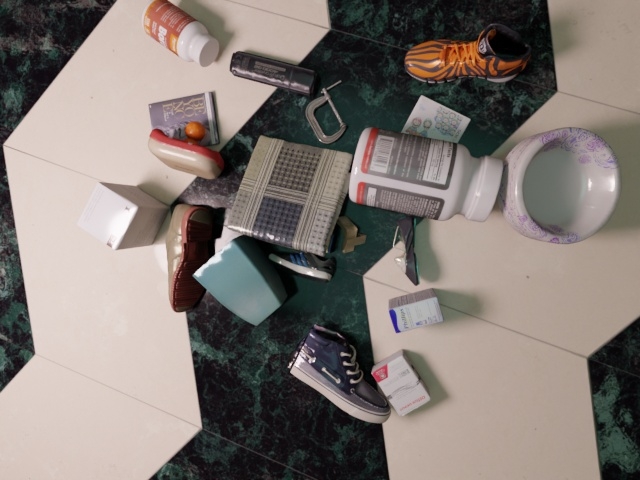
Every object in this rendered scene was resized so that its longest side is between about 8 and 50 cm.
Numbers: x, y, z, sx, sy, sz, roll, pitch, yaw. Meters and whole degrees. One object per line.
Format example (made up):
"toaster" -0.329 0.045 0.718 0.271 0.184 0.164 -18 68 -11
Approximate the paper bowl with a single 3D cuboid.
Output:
"paper bowl" 0.593 -0.137 1.068 0.284 0.148 0.284 -1 95 -8

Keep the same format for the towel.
"towel" -0.084 -0.140 1.217 0.312 0.056 0.324 15 76 13

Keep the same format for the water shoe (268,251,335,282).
"water shoe" -0.056 0.066 1.265 0.203 0.073 0.080 19 70 9

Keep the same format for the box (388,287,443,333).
"box" 0.267 0.197 1.175 0.137 0.126 0.072 -17 92 11

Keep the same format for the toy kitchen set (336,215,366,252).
"toy kitchen set" 0.089 -0.021 1.247 0.068 0.075 0.083 -12 131 -25

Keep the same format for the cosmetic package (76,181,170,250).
"cosmetic package" -0.603 -0.076 1.284 0.151 0.183 0.151 32 97 7

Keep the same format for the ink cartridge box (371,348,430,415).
"ink cartridge box" 0.238 0.418 1.224 0.109 0.063 0.150 -34 88 10

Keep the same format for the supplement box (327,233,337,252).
"supplement box" 0.000 0.000 1.232 0.083 0.083 0.056 13 94 10

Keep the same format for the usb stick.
"usb stick" -0.140 -0.504 1.250 0.278 0.045 0.077 17 103 8

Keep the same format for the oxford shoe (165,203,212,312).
"oxford shoe" -0.429 0.053 1.315 0.130 0.123 0.348 20 100 37

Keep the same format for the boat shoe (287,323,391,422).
"boat shoe" 0.075 0.384 1.216 0.340 0.127 0.158 27 105 8

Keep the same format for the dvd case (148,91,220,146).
"dvd case" -0.437 -0.372 1.322 0.221 0.018 0.165 -7 92 10

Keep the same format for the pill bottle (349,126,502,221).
"pill bottle" 0.273 -0.169 1.112 0.362 0.210 0.210 14 95 9

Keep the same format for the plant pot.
"plant pot" -0.219 0.124 1.245 0.165 0.166 0.234 -40 93 10

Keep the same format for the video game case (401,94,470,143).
"video game case" 0.324 -0.317 1.191 0.157 0.019 0.143 29 97 8

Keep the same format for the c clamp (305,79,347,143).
"c clamp" 0.028 -0.378 1.238 0.137 0.022 0.161 -23 89 10

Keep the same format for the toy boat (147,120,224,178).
"toy boat" -0.398 -0.290 1.257 0.231 0.151 0.151 17 80 2

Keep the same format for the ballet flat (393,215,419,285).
"ballet flat" 0.246 0.031 1.199 0.074 0.074 0.203 -4 86 10

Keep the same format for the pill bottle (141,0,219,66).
"pill bottle" -0.419 -0.623 1.253 0.216 0.121 0.121 36 98 7

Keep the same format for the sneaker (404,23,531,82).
"sneaker" 0.385 -0.499 1.088 0.321 0.180 0.125 2 93 10
